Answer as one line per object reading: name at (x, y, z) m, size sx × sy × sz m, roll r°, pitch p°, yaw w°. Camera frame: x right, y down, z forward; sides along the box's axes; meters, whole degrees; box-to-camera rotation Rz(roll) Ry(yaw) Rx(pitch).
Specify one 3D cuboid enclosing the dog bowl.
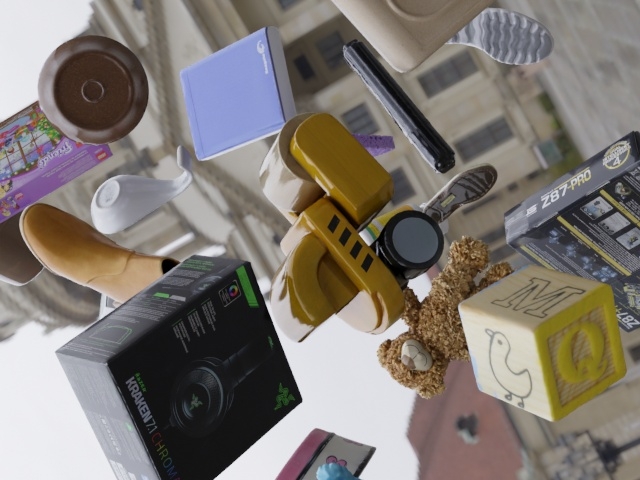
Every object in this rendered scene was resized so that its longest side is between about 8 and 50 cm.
dog bowl at (-0.044, 0.599, 2.463) m, size 0.150 × 0.408 × 0.408 m, roll 32°, pitch -171°, yaw 9°

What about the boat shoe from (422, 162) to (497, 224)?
boat shoe at (0.292, -0.109, 2.289) m, size 0.068 × 0.190 × 0.072 m, roll 51°, pitch -149°, yaw -10°

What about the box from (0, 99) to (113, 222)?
box at (-0.560, -0.167, 2.109) m, size 0.201 × 0.293 × 0.057 m, roll 59°, pitch 180°, yaw 39°

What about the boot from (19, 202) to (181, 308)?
boot at (-0.318, 0.032, 1.747) m, size 0.295 × 0.211 × 0.104 m, roll 44°, pitch -122°, yaw -31°

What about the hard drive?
hard drive at (-0.183, -0.310, 2.360) m, size 0.040 × 0.319 × 0.210 m, roll -10°, pitch -93°, yaw -42°

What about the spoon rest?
spoon rest at (-0.368, -0.102, 2.276) m, size 0.084 × 0.276 × 0.137 m, roll 36°, pitch -141°, yaw -45°

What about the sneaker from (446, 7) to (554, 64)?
sneaker at (0.347, -0.437, 2.227) m, size 0.115 × 0.281 × 0.105 m, roll -36°, pitch -39°, yaw -52°

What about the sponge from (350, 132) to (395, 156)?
sponge at (0.040, -0.174, 2.081) m, size 0.210 × 0.117 × 0.031 m, roll -2°, pitch -101°, yaw -56°

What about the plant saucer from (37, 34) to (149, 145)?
plant saucer at (-0.407, -0.269, 1.968) m, size 0.198 × 0.198 × 0.036 m, roll 58°, pitch 175°, yaw -14°

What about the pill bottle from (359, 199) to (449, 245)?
pill bottle at (0.191, -0.016, 2.574) m, size 0.117 × 0.208 × 0.117 m, roll 56°, pitch 161°, yaw 30°

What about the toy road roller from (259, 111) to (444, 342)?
toy road roller at (0.000, 0.000, 1.630) m, size 0.329 × 0.240 × 0.202 m, roll 49°, pitch 155°, yaw 5°

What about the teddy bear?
teddy bear at (0.255, 0.154, 2.188) m, size 0.245 × 0.338 × 0.113 m, roll 55°, pitch -178°, yaw -8°

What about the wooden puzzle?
wooden puzzle at (0.151, -0.473, 1.678) m, size 0.322 × 0.348 × 0.080 m, roll 48°, pitch 178°, yaw 5°

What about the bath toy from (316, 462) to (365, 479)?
bath toy at (0.012, 0.546, 1.944) m, size 0.348 × 0.151 × 0.129 m, roll -69°, pitch -39°, yaw -62°

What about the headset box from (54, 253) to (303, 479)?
headset box at (-0.180, 0.186, 1.520) m, size 0.283 × 0.131 × 0.246 m, roll -36°, pitch -62°, yaw -37°

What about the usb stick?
usb stick at (0.132, -0.225, 1.840) m, size 0.278 × 0.045 × 0.077 m, roll 53°, pitch -178°, yaw 18°

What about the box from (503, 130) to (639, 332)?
box at (0.605, -0.002, 2.129) m, size 0.395 × 0.318 × 0.097 m, roll 33°, pitch -142°, yaw -27°

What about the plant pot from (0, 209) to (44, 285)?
plant pot at (-0.803, -0.009, 2.747) m, size 0.229 × 0.263 × 0.263 m, roll 43°, pitch -159°, yaw -35°

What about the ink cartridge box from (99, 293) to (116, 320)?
ink cartridge box at (-0.441, 0.149, 2.614) m, size 0.212 × 0.154 × 0.093 m, roll 134°, pitch 143°, yaw -67°

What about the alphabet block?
alphabet block at (0.391, 0.174, 1.930) m, size 0.197 × 0.193 × 0.192 m, roll 16°, pitch 129°, yaw 56°
